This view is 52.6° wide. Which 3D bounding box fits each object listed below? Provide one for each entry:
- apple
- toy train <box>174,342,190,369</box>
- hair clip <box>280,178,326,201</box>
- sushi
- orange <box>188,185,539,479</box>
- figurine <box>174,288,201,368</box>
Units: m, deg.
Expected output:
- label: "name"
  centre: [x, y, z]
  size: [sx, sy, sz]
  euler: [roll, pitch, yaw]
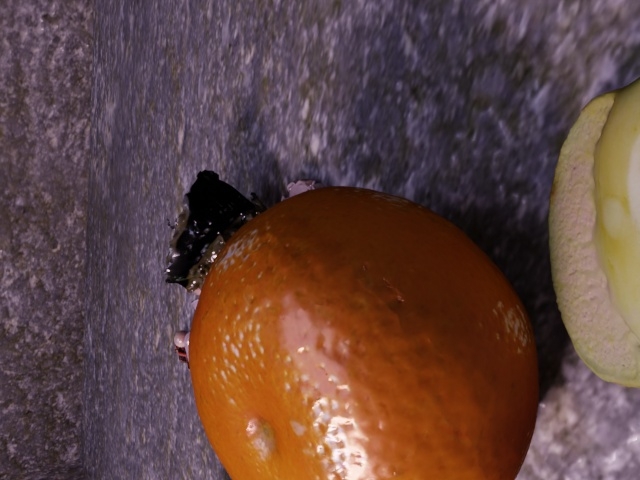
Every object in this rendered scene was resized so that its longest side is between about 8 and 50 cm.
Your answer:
- label: "apple"
  centre: [0.285, -0.010, 0.555]
  size: [0.193, 0.120, 0.265]
  euler: [-176, 84, -71]
- label: "toy train"
  centre: [-0.339, 0.289, 1.680]
  size: [0.138, 0.050, 0.087]
  euler: [-7, 93, 59]
- label: "hair clip"
  centre: [0.008, 0.000, 1.043]
  size: [0.300, 0.069, 0.173]
  euler: [-143, 54, -62]
- label: "sushi"
  centre: [-0.162, 0.012, 1.195]
  size: [0.219, 0.238, 0.225]
  euler: [22, 115, 5]
- label: "orange"
  centre: [0.049, 0.143, 0.746]
  size: [0.424, 0.326, 0.424]
  euler: [20, 119, 41]
- label: "figurine"
  centre: [-0.222, 0.198, 1.399]
  size: [0.200, 0.133, 0.275]
  euler: [1, 93, 29]
